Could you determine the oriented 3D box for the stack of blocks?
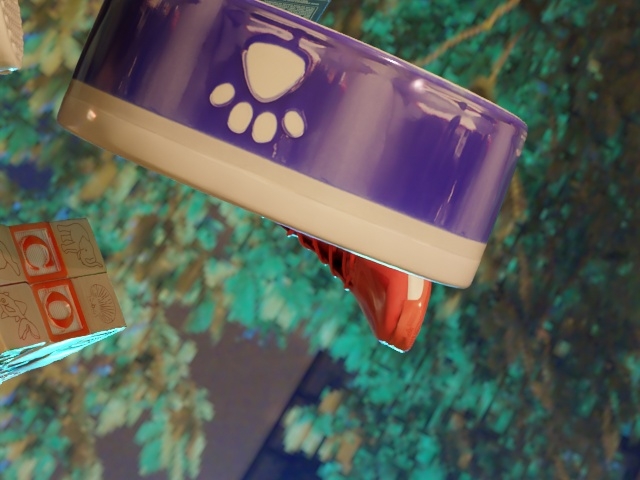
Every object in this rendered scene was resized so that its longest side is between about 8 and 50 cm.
[{"bbox_3d":[-0.307,0.081,1.077,0.297,0.171,0.087,-24,-97,29],"label":"stack of blocks"}]

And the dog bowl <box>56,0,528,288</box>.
[{"bbox_3d":[-0.015,-0.068,0.911,0.265,0.104,0.265,22,3,-1],"label":"dog bowl"}]

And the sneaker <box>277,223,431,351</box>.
[{"bbox_3d":[0.000,0.000,1.154,0.128,0.221,0.087,8,-60,-17],"label":"sneaker"}]

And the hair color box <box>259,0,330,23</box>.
[{"bbox_3d":[-0.059,-0.305,1.709,0.105,0.173,0.347,8,-13,-12],"label":"hair color box"}]

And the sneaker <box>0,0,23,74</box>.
[{"bbox_3d":[-0.356,-0.284,1.268,0.150,0.135,0.366,-10,-54,-2],"label":"sneaker"}]
